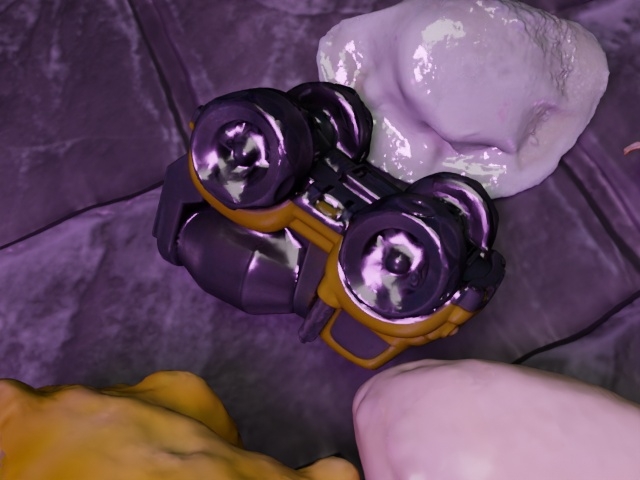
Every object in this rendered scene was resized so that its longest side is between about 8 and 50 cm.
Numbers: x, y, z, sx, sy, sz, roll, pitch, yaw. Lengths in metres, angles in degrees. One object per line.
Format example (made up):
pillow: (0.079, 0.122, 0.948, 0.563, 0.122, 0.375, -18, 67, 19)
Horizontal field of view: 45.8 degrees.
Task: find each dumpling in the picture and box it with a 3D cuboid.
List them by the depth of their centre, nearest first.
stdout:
dumpling: (0.106, -0.119, 0.561, 0.219, 0.108, 0.152, -1, 68, 6)

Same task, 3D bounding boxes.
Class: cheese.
cheese: (0.132, 0.157, 0.416, 0.251, 0.173, 0.248, -32, 80, -9)

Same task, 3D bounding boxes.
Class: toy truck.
toy truck: (0.000, 0.000, 0.509, 0.224, 0.147, 0.165, 36, 114, 11)

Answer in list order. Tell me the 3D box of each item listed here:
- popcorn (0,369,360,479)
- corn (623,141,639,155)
popcorn: (-0.117, 0.211, 0.368, 0.297, 0.281, 0.316, 15, 57, 26)
corn: (0.367, -0.018, 0.514, 0.310, 0.101, 0.101, 30, 73, 15)
